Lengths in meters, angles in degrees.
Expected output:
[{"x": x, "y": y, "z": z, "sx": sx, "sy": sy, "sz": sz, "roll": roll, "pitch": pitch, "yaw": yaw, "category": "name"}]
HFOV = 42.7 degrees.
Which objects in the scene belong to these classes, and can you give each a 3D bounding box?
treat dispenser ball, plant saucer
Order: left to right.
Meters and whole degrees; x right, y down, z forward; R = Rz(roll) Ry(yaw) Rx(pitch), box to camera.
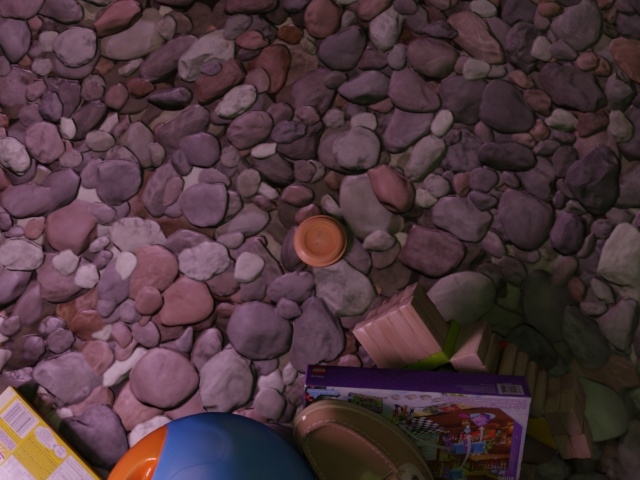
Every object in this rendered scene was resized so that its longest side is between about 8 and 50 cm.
[{"x": -0.136, "y": 0.362, "z": 1.025, "sx": 0.288, "sy": 0.288, "sz": 0.288, "roll": -1, "pitch": 74, "yaw": 2, "category": "treat dispenser ball"}, {"x": 0.000, "y": 0.000, "z": 1.267, "sx": 0.083, "sy": 0.013, "sz": 0.084, "roll": -1, "pitch": 73, "yaw": 2, "category": "plant saucer"}]

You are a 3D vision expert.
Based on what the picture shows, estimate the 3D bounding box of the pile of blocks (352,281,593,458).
[{"x": 0.223, "y": 0.186, "z": 1.171, "sx": 0.362, "sy": 0.149, "sz": 0.113, "roll": 33, "pitch": 35, "yaw": 2, "category": "pile of blocks"}]

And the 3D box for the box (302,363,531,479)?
[{"x": 0.122, "y": 0.272, "z": 1.103, "sx": 0.293, "sy": 0.057, "sz": 0.201, "roll": 3, "pitch": 113, "yaw": 3, "category": "box"}]

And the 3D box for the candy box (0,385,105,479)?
[{"x": -0.417, "y": 0.318, "z": 1.185, "sx": 0.206, "sy": 0.027, "sz": 0.105, "roll": 41, "pitch": 82, "yaw": 13, "category": "candy box"}]

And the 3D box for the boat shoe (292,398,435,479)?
[{"x": 0.096, "y": 0.339, "z": 1.040, "sx": 0.121, "sy": 0.110, "sz": 0.341, "roll": -41, "pitch": 103, "yaw": 19, "category": "boat shoe"}]
